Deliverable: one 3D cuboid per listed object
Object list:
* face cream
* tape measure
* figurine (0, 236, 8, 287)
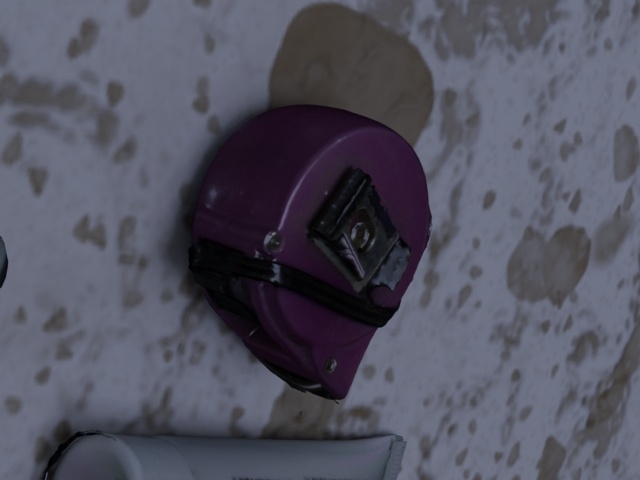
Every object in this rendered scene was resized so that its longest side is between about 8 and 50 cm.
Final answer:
[{"bbox_3d":[-0.032,0.130,0.730,0.243,0.058,0.092,19,84,-53],"label":"face cream"},{"bbox_3d":[0.000,0.000,0.697,0.118,0.074,0.125,-58,138,-15],"label":"tape measure"},{"bbox_3d":[-0.177,-0.134,0.344,0.323,0.231,0.340,-44,147,-55],"label":"figurine"}]
